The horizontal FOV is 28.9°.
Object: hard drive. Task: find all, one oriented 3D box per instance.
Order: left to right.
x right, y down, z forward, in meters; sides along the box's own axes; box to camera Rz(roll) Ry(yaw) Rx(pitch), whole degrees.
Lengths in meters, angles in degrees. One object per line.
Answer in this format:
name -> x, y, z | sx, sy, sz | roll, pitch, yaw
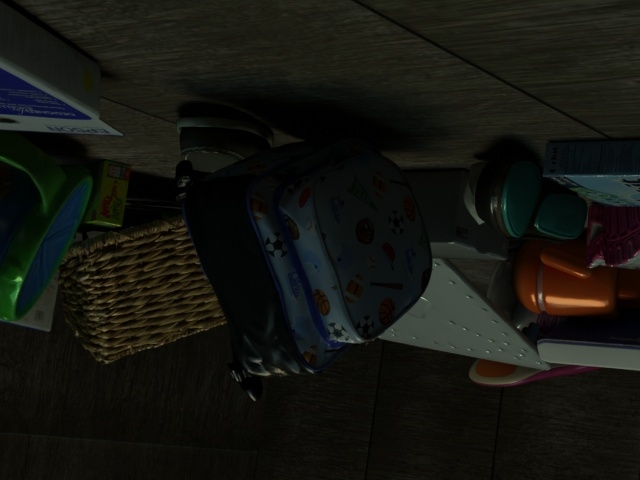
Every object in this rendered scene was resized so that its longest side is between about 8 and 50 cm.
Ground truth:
hard drive -> 0.512, 0.114, 1.935 | 0.210, 0.040, 0.319 | 1, -159, 43

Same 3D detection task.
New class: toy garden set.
toy garden set -> -0.384, -0.029, 2.113 | 0.204, 0.049, 0.244 | 5, -172, 25

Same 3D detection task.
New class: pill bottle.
pill bottle -> 0.454, 0.120, 2.157 | 0.302, 0.169, 0.169 | 10, 172, -13

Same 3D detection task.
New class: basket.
basket -> -0.271, 0.024, 1.997 | 0.299, 0.223, 0.213 | -18, -149, -22

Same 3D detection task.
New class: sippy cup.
sippy cup -> -0.468, -0.038, 1.722 | 0.224, 0.305, 0.240 | 26, -165, 0

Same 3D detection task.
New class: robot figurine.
robot figurine -> 0.387, 0.054, 1.894 | 0.219, 0.128, 0.158 | 4, -161, 23

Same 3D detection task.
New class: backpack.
backpack -> 0.000, 0.000, 1.392 | 0.213, 0.276, 0.263 | -5, -161, 31

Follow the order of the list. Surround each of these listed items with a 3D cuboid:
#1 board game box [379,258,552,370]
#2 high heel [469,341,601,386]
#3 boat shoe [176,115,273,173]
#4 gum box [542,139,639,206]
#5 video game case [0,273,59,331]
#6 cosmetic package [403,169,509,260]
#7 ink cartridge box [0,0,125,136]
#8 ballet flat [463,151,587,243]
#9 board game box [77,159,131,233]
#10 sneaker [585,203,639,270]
board game box -> 0.133, 0.072, 1.993 | 0.390, 0.050, 0.390 | 7, 154, 45
high heel -> 0.376, 0.204, 2.078 | 0.244, 0.082, 0.117 | -25, 146, 23
boat shoe -> -0.111, -0.083, 1.508 | 0.109, 0.091, 0.305 | 7, 172, 7
gum box -> 0.356, -0.069, 1.320 | 0.184, 0.041, 0.157 | 3, 171, 39
video game case -> -0.515, 0.023, 2.135 | 0.061, 0.244, 0.269 | 8, 172, 8
cosmetic package -> 0.121, -0.031, 1.631 | 0.238, 0.107, 0.127 | -2, 168, 39
ink cartridge box -> -0.384, -0.175, 1.219 | 0.304, 0.072, 0.307 | 5, 174, 15
ballet flat -> 0.226, -0.046, 1.462 | 0.096, 0.095, 0.280 | 17, 178, 31
board game box -> -0.345, -0.064, 1.883 | 0.043, 0.092, 0.181 | 11, 172, -28
sneaker -> 0.401, -0.013, 1.529 | 0.111, 0.103, 0.252 | 4, 179, 2
